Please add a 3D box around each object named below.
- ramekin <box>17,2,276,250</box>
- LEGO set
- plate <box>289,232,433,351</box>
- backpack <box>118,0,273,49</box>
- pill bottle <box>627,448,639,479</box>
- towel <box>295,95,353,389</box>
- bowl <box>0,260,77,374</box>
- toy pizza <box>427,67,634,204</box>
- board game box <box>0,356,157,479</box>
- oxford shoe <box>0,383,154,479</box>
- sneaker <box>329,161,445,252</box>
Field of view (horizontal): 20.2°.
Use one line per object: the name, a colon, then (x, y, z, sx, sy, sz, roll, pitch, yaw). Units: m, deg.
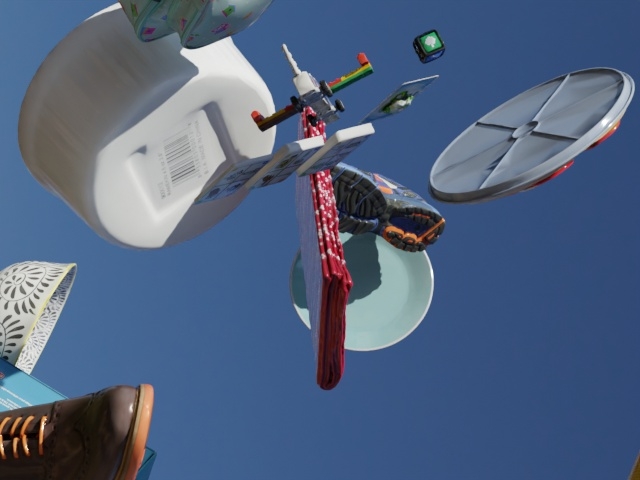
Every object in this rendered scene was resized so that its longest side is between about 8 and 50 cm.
ramekin: (-0.182, -0.121, 1.997, 0.135, 0.277, 0.277, 46, -47, 36)
LEGO set: (0.003, -0.121, 1.611, 0.244, 0.182, 0.060, -39, -106, 47)
plate: (0.053, 0.057, 2.344, 0.024, 0.188, 0.188, 88, -4, -69)
backpack: (-0.121, -0.276, 1.807, 0.188, 0.166, 0.144, -33, -93, 52)
pill bottle: (0.359, 0.259, 1.815, 0.184, 0.103, 0.103, -63, -166, -20)
towel: (0.000, 0.000, 1.935, 0.199, 0.031, 0.275, 94, -9, -50)
bowl: (-0.322, 0.083, 1.833, 0.170, 0.080, 0.170, -154, -90, -89)
toy pizza: (0.186, -0.084, 1.564, 0.032, 0.201, 0.201, 58, -13, -19)
board game box: (-0.346, 0.253, 1.627, 0.336, 0.253, 0.079, -50, 166, -45)
oxford shoe: (-0.213, 0.170, 1.396, 0.271, 0.098, 0.097, -38, -142, 50)
sneaker: (0.054, -0.051, 2.266, 0.083, 0.221, 0.087, -53, -141, 14)
